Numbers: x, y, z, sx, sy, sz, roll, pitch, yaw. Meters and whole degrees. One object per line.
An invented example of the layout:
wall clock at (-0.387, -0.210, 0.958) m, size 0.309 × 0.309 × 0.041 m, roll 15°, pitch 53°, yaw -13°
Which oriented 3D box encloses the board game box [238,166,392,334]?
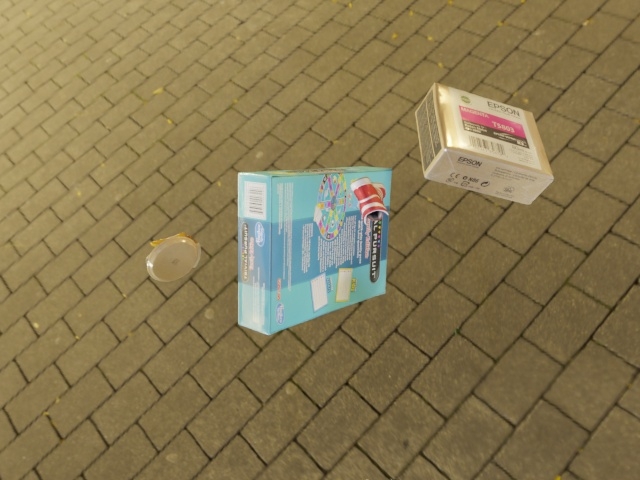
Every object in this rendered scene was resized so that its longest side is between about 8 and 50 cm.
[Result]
board game box at (0.000, 0.000, 1.016) m, size 0.079 × 0.336 × 0.254 m, roll 11°, pitch 104°, yaw 38°

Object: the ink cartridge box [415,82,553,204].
ink cartridge box at (0.314, -0.189, 1.101) m, size 0.234 × 0.088 × 0.194 m, roll 11°, pitch 52°, yaw -15°

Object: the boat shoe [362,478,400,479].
boat shoe at (0.083, 0.406, 0.849) m, size 0.095 × 0.254 × 0.079 m, roll 0°, pitch 74°, yaw 29°

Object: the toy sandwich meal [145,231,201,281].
toy sandwich meal at (-0.212, 0.022, 0.811) m, size 0.085 × 0.086 × 0.029 m, roll -39°, pitch 50°, yaw -10°

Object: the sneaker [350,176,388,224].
sneaker at (0.085, -0.057, 0.887) m, size 0.042 × 0.118 × 0.067 m, roll -26°, pitch 77°, yaw 20°
